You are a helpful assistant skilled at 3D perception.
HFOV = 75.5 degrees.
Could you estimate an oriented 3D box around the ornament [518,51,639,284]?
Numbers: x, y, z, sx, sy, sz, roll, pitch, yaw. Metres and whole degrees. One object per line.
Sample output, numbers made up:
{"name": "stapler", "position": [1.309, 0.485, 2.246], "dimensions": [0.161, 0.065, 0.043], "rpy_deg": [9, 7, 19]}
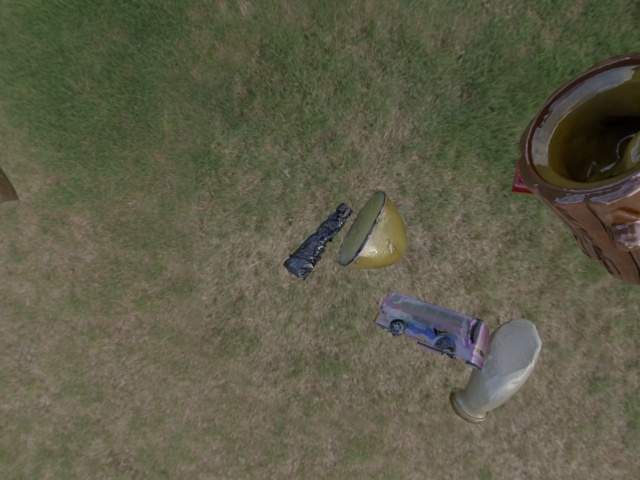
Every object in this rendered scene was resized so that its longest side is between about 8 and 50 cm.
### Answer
{"name": "ornament", "position": [0.357, -0.071, 0.471], "dimensions": [0.218, 0.235, 0.221], "rpy_deg": [27, 71, -31]}

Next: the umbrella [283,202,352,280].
{"name": "umbrella", "position": [0.000, 0.000, 1.040], "dimensions": [0.080, 0.071, 0.224], "rpy_deg": [32, 80, 41]}

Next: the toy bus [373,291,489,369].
{"name": "toy bus", "position": [0.268, 0.214, 1.008], "dimensions": [0.274, 0.090, 0.112], "rpy_deg": [15, 72, 42]}

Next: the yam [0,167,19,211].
{"name": "yam", "position": [-0.482, -0.090, 0.562], "dimensions": [0.084, 0.084, 0.127], "rpy_deg": [-31, 97, 7]}

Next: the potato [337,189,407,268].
{"name": "potato", "position": [0.128, -0.001, 0.888], "dimensions": [0.117, 0.202, 0.182], "rpy_deg": [32, 99, -9]}

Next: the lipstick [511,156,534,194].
{"name": "lipstick", "position": [0.509, -0.104, 0.761], "dimensions": [0.280, 0.073, 0.073], "rpy_deg": [11, 97, 22]}

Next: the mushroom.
{"name": "mushroom", "position": [0.441, 0.341, 1.048], "dimensions": [0.128, 0.128, 0.350], "rpy_deg": [20, 124, 1]}
